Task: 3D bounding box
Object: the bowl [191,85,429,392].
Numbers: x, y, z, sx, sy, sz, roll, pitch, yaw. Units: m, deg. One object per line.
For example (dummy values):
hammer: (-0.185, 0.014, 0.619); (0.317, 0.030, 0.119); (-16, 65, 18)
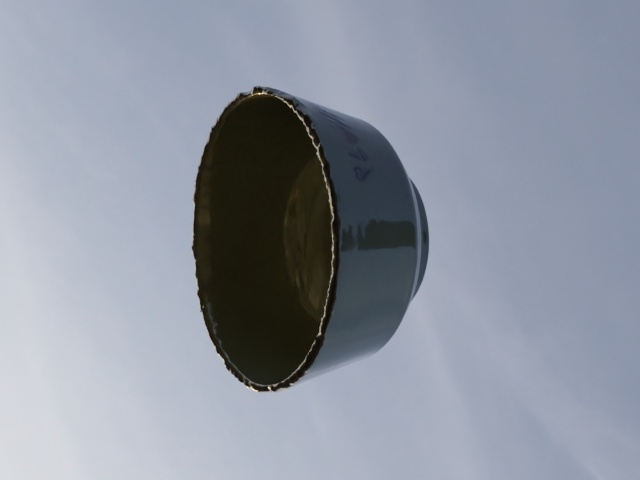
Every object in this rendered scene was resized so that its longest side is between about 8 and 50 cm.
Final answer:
bowl: (0.000, 0.000, 0.890); (0.211, 0.112, 0.212); (-2, -92, 57)
